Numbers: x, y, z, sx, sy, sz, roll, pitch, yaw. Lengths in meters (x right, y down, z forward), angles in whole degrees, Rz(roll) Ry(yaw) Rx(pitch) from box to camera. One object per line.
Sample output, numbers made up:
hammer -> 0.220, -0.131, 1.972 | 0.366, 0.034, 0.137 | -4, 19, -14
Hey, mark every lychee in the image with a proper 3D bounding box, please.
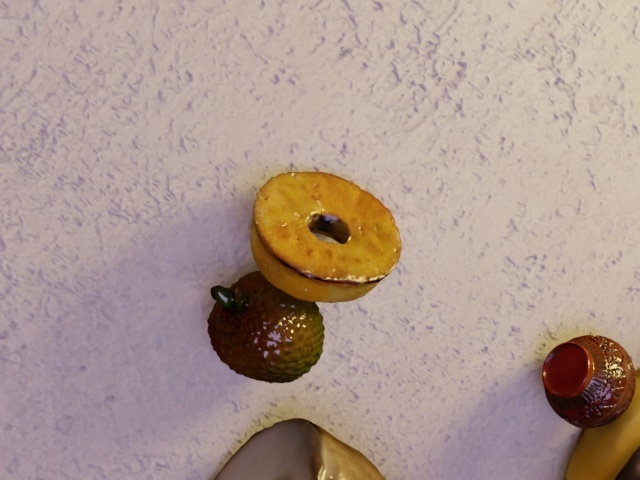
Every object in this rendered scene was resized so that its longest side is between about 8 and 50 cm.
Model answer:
lychee -> -0.054, 0.085, 1.468 | 0.114, 0.114, 0.146 | -40, 131, 3

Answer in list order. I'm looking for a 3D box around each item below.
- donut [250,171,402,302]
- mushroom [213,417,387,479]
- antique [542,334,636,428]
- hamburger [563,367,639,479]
donut -> 0.000, 0.000, 1.441 | 0.151, 0.152, 0.058 | 10, 139, -15
mushroom -> 0.035, 0.396, 1.560 | 0.397, 0.224, 0.314 | 33, 84, -27
antique -> 0.284, 0.148, 1.569 | 0.104, 0.104, 0.104 | -4, 109, -11
hamburger -> 0.454, 0.314, 1.566 | 0.395, 0.277, 0.396 | -4, 108, -12
